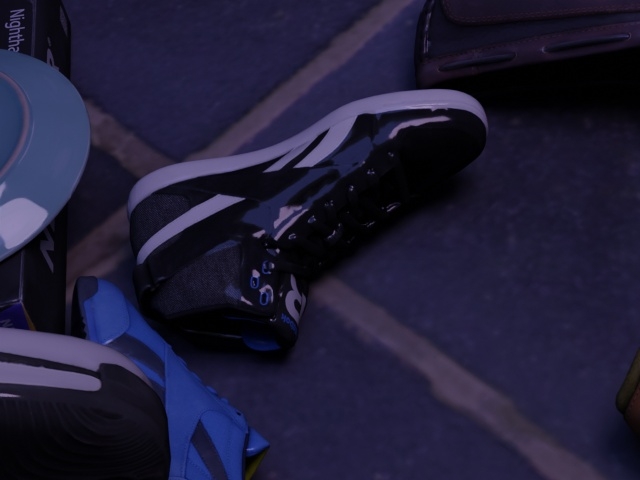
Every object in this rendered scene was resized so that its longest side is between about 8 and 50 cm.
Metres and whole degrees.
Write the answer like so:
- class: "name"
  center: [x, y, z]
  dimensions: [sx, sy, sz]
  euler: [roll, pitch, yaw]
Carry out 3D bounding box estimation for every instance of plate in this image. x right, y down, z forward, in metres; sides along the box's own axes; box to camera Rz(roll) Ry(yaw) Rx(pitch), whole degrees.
- class: "plate"
  center: [-0.225, -0.050, 0.804]
  dimensions: [0.188, 0.024, 0.188]
  euler: [-5, 50, 6]

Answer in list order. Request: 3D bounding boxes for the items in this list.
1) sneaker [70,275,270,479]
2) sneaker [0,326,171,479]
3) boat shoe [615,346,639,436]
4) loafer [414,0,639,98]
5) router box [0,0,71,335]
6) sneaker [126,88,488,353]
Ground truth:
- class: "sneaker"
  center: [-0.079, 0.098, 0.740]
  dimensions: [0.082, 0.069, 0.209]
  euler: [-9, 45, -20]
- class: "sneaker"
  center: [-0.282, 0.026, 0.659]
  dimensions: [0.447, 0.169, 0.257]
  euler: [-2, 46, 6]
- class: "boat shoe"
  center: [0.262, -0.009, 0.714]
  dimensions: [0.104, 0.111, 0.307]
  euler: [28, 62, 28]
- class: "loafer"
  center: [0.198, -0.111, 0.831]
  dimensions: [0.302, 0.109, 0.095]
  euler: [9, 73, 26]
- class: "router box"
  center: [-0.283, -0.038, 0.875]
  dimensions: [0.243, 0.081, 0.309]
  euler: [-10, 50, 4]
- class: "sneaker"
  center: [0.000, 0.000, 0.793]
  dimensions: [0.217, 0.079, 0.121]
  euler: [-17, 53, 9]
